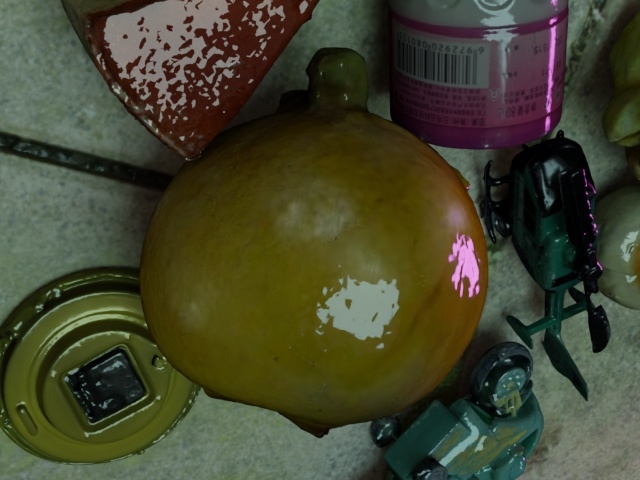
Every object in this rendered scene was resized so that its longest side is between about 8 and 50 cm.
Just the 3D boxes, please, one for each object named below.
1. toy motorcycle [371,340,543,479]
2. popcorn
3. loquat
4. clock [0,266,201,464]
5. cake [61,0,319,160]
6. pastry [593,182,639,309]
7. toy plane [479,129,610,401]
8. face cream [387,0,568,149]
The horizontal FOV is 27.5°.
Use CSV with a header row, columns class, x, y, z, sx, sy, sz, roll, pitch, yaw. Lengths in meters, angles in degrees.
class,x,y,z,sx,sy,sz,roll,pitch,yaw
toy motorcycle,0.162,0.256,1.550,0.296,0.109,0.198,-46,133,0
popcorn,0.415,-0.148,1.399,0.266,0.192,0.233,-32,114,-30
loquat,0.000,0.000,1.221,0.329,0.328,0.359,4,98,-26
clock,-0.222,0.142,1.342,0.237,0.057,0.237,-9,117,-19
cake,-0.112,-0.229,1.153,0.160,0.158,0.262,34,95,-34
pastry,0.376,0.004,1.521,0.156,0.092,0.156,-12,121,-21
toy plane,0.259,0.017,1.443,0.106,0.155,0.381,-21,137,-14
face cream,0.152,-0.207,1.267,0.175,0.175,0.194,-12,120,-19
